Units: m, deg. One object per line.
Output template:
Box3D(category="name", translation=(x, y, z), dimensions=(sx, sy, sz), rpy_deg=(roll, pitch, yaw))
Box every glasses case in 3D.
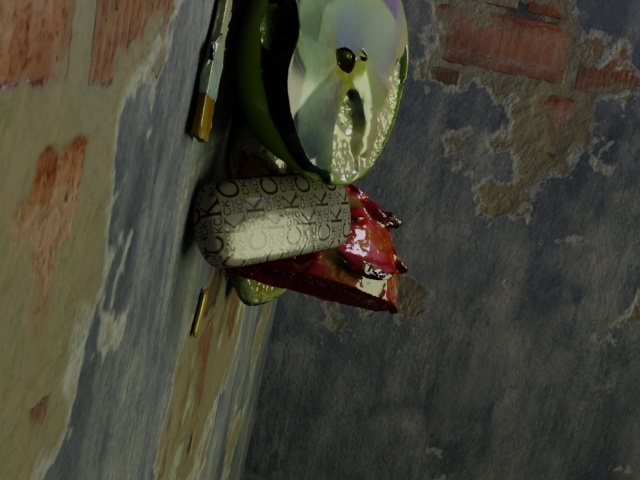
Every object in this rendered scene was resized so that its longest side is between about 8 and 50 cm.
Box3D(category="glasses case", translation=(-0.067, -0.039, 1.404), dimensions=(0.354, 0.085, 0.137), rpy_deg=(-11, 95, -53))

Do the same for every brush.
Box3D(category="brush", translation=(-0.129, -0.297, 1.145), dimensions=(0.085, 0.020, 0.336), rpy_deg=(8, 93, -88))

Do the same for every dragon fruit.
Box3D(category="dragon fruit", translation=(0.000, 0.000, 1.726), dimensions=(0.386, 0.371, 0.249), rpy_deg=(48, 58, -73))

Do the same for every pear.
Box3D(category="pear", translation=(-0.019, -0.288, 1.402), dimensions=(0.399, 0.165, 0.399), rpy_deg=(-14, 107, -57))

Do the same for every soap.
Box3D(category="soap", translation=(-0.213, 0.128, 1.544), dimensions=(0.034, 0.012, 0.089), rpy_deg=(98, 4, -76))

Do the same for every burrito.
Box3D(category="burrito", translation=(-0.093, -0.221, 1.560), dimensions=(0.143, 0.105, 0.299), rpy_deg=(119, -18, -81))

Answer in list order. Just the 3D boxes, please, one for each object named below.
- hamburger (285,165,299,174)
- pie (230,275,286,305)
Box3D(category="hamburger", translation=(-0.047, -0.247, 1.924), dimensions=(0.244, 0.163, 0.244), rpy_deg=(-166, -90, -89))
Box3D(category="pie", translation=(-0.105, -0.001, 1.994), dimensions=(0.323, 0.070, 0.323), rpy_deg=(-49, 148, -45))
